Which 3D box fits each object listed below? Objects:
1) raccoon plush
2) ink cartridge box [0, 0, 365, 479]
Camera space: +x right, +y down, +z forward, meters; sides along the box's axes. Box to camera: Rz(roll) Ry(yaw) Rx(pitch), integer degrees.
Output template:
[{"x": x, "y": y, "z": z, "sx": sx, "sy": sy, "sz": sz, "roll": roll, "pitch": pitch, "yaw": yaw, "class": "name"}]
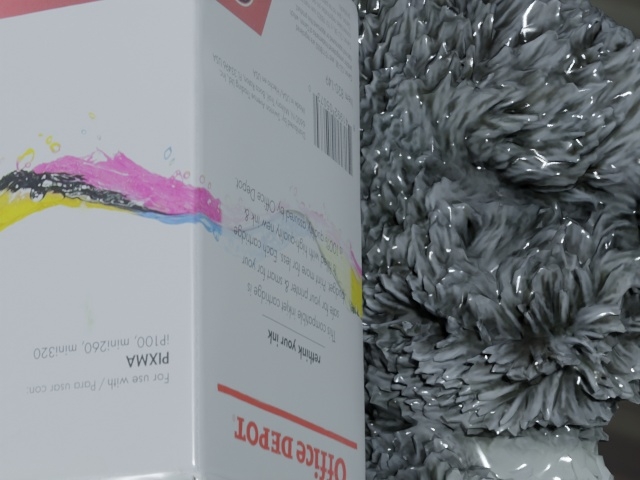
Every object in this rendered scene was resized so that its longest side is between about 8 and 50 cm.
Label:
[{"x": 0.000, "y": 0.000, "z": 0.899, "sx": 0.299, "sy": 0.446, "sz": 0.216, "roll": -48, "pitch": -10, "yaw": -1, "class": "raccoon plush"}, {"x": -0.037, "y": 0.015, "z": 0.506, "sx": 0.115, "sy": 0.067, "sz": 0.198, "roll": 35, "pitch": -129, "yaw": -63, "class": "ink cartridge box"}]
